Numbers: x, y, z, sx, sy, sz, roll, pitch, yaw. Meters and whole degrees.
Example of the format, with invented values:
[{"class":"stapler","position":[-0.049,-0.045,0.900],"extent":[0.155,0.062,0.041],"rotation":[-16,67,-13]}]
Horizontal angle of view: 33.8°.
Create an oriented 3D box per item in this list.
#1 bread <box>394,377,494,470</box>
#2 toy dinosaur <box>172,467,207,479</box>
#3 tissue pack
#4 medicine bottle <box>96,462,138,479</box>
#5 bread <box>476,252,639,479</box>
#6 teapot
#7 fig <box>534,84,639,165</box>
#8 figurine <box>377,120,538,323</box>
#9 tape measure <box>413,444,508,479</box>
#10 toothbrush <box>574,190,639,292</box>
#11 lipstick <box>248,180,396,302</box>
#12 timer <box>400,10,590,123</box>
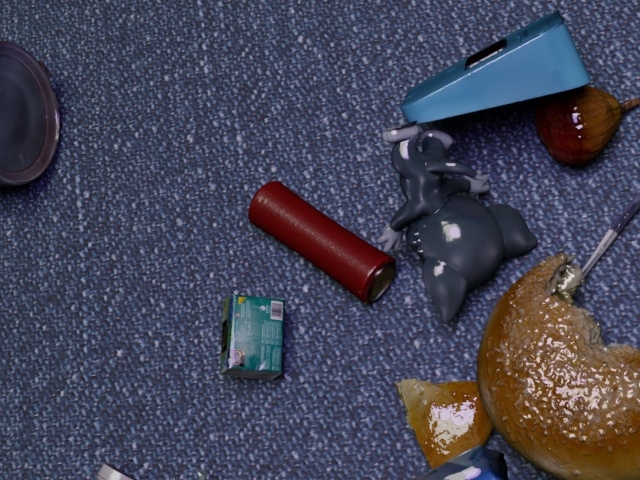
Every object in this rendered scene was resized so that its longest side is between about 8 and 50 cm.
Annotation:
[{"class":"bread","position":[0.167,0.253,1.405],"extent":[0.154,0.054,0.136],"rotation":[1,72,20]},{"class":"toy dinosaur","position":[-0.158,0.385,1.463],"extent":[0.187,0.044,0.106],"rotation":[36,96,14]},{"class":"tissue pack","position":[-0.102,0.143,1.524],"extent":[0.085,0.079,0.111],"rotation":[8,68,-17]},{"class":"medicine bottle","position":[-0.314,0.390,1.483],"extent":[0.079,0.079,0.140],"rotation":[23,76,24]},{"class":"bread","position":[0.295,0.169,1.323],"extent":[0.192,0.171,0.314],"rotation":[-19,61,-4]},{"class":"teapot","position":[-0.617,-0.226,1.776],"extent":[0.312,0.233,0.315],"rotation":[-1,39,22]},{"class":"fig","position":[0.370,-0.174,1.502],"extent":[0.119,0.119,0.153],"rotation":[35,39,26]},{"class":"figurine","position":[0.180,-0.052,1.442],"extent":[0.193,0.265,0.140],"rotation":[-32,34,-25]},{"class":"tape measure","position":[0.135,0.375,1.246],"extent":[0.262,0.259,0.138],"rotation":[-29,63,5]},{"class":"toothbrush","position":[0.418,-0.028,1.457],"extent":[0.288,0.024,0.026],"rotation":[-49,49,-5]},{"class":"lipstick","position":[0.000,0.000,1.546],"extent":[0.241,0.080,0.080],"rotation":[35,82,26]},{"class":"timer","position":[0.243,-0.225,1.493],"extent":[0.250,0.232,0.091],"rotation":[-23,102,16]}]
